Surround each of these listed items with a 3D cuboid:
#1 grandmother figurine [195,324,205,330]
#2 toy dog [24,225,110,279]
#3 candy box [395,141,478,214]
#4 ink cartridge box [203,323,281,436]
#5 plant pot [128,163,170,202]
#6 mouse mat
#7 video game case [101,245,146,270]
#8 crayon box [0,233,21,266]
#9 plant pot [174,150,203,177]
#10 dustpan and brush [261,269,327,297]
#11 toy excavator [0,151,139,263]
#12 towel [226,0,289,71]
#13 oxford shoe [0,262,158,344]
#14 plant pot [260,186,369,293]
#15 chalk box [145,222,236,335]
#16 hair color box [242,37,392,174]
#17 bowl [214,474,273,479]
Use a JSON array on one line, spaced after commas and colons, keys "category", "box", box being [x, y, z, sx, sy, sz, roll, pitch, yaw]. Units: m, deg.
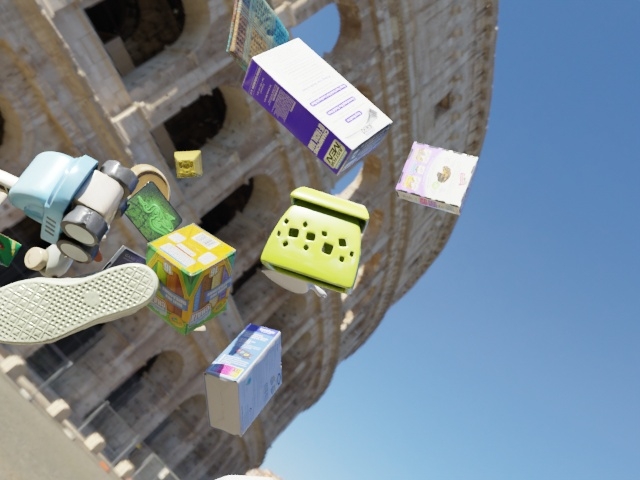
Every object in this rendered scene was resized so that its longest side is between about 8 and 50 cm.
[{"category": "grandmother figurine", "box": [-0.491, 0.178, 2.268, 0.208, 0.342, 0.104, 15, 1, 9]}, {"category": "toy dog", "box": [-0.917, 0.058, 2.080, 0.334, 0.220, 0.161, -39, -111, 28]}, {"category": "candy box", "box": [0.343, -0.183, 1.664, 0.196, 0.164, 0.070, 19, -13, 21]}, {"category": "ink cartridge box", "box": [-0.270, 0.509, 2.174, 0.151, 0.395, 0.270, 13, -62, 22]}, {"category": "plant pot", "box": [-0.687, -0.187, 2.266, 0.032, 0.236, 0.236, 1, -49, 35]}, {"category": "mouse mat", "box": [-0.577, -0.090, 1.951, 0.007, 0.152, 0.189, 3, -45, 46]}, {"category": "video game case", "box": [-0.746, 0.162, 2.078, 0.026, 0.274, 0.196, 37, -5, 31]}, {"category": "crayon box", "box": [-1.052, -0.018, 1.711, 0.278, 0.081, 0.165, 16, -17, 39]}, {"category": "plant pot", "box": [-0.409, -0.230, 1.740, 0.083, 0.082, 0.081, -116, -157, -74]}, {"category": "dustpan and brush", "box": [-0.053, 0.125, 1.675, 0.147, 0.060, 0.211, -9, -46, 43]}, {"category": "toy excavator", "box": [-0.782, -0.131, 1.566, 0.445, 0.222, 0.433, 31, -34, -14]}, {"category": "towel", "box": [-0.201, -0.664, 1.894, 0.040, 0.271, 0.370, 4, -8, 20]}, {"category": "oxford shoe", "box": [-0.641, 0.163, 1.462, 0.130, 0.450, 0.169, 149, -73, -78]}, {"category": "plant pot", "box": [0.000, 0.000, 1.398, 0.228, 0.207, 0.227, 19, -9, 4]}, {"category": "chalk box", "box": [-0.379, 0.133, 1.619, 0.180, 0.179, 0.289, 30, -55, 23]}, {"category": "hair color box", "box": [-0.008, -0.341, 1.424, 0.339, 0.185, 0.110, 43, -40, 9]}, {"category": "bowl", "box": [-0.191, 0.600, 1.348, 0.142, 0.053, 0.142, -5, -12, 16]}]
